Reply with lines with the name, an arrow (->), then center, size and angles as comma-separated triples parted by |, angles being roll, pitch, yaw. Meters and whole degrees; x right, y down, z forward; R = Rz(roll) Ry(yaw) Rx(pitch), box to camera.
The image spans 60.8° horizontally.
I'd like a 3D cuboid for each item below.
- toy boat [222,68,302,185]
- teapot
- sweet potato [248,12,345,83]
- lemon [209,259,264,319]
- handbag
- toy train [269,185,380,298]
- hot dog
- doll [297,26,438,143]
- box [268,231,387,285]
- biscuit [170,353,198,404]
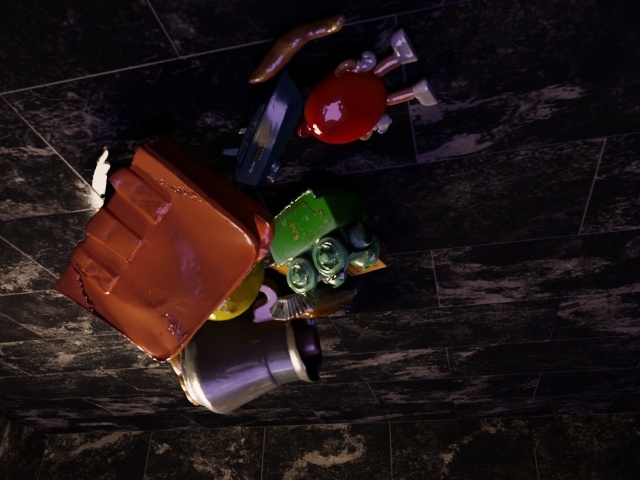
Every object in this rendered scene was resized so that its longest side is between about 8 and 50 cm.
toy boat -> -0.091, -0.190, 0.904 | 0.103, 0.093, 0.246 | 30, 144, -4
teapot -> -0.192, 0.281, 1.533 | 0.361, 0.306, 0.376 | -14, 117, 8
sweet potato -> -0.041, -0.285, 0.796 | 0.179, 0.044, 0.044 | -28, 138, 28
lemon -> -0.229, 0.083, 1.246 | 0.192, 0.192, 0.231 | 31, 99, -38
handbag -> -0.306, 0.030, 1.061 | 0.303, 0.116, 0.410 | 39, 118, -7
toy train -> 0.000, 0.000, 1.112 | 0.132, 0.188, 0.243 | -15, 166, -46
hot dog -> -0.011, 0.160, 1.380 | 0.162, 0.082, 0.270 | -19, 172, 31
doll -> 0.063, -0.220, 0.862 | 0.217, 0.085, 0.183 | -29, 142, 13
box -> 0.018, 0.033, 1.285 | 0.237, 0.070, 0.152 | -20, 143, 26
biscuit -> -0.410, 0.355, 1.636 | 0.044, 0.295, 0.186 | -31, 149, -4
